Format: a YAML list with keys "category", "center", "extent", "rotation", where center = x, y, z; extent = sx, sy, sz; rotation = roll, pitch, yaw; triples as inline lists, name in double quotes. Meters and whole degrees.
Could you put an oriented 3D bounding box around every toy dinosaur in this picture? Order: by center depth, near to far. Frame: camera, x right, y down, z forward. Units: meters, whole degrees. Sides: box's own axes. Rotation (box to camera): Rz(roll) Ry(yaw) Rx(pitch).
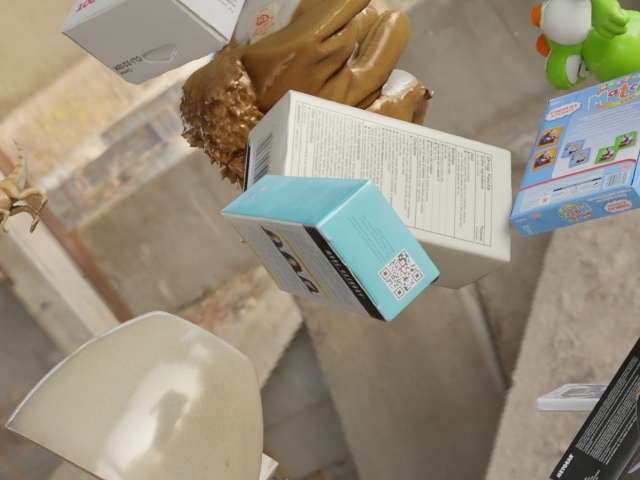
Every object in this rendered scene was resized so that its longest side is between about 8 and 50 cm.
- category: "toy dinosaur"
  center: [-0.472, -0.075, 1.885]
  extent: [0.212, 0.112, 0.064]
  rotation: [-63, 2, -36]

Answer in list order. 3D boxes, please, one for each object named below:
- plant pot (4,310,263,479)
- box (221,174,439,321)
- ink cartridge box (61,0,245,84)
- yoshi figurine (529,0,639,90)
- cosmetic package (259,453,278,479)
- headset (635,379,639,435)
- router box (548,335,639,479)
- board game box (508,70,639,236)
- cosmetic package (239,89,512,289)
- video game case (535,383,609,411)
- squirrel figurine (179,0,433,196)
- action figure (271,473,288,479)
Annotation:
- category: "plant pot"
  center: [-0.174, 0.190, 1.355]
  extent: [0.191, 0.284, 0.284]
  rotation: [-62, 20, -15]
- category: "box"
  center: [0.000, 0.000, 1.053]
  extent: [0.060, 0.100, 0.244]
  rotation: [-42, 18, -15]
- category: "ink cartridge box"
  center: [-0.162, -0.338, 1.420]
  extent: [0.197, 0.114, 0.273]
  rotation: [-12, 53, 46]
- category: "yoshi figurine"
  center: [0.421, -0.369, 1.740]
  extent: [0.203, 0.362, 0.203]
  rotation: [-6, 35, -16]
- category: "cosmetic package"
  center: [-0.111, 0.371, 1.835]
  extent: [0.115, 0.041, 0.060]
  rotation: [-46, -16, -55]
- category: "headset"
  center: [0.472, 0.228, 1.271]
  extent: [0.185, 0.394, 0.243]
  rotation: [-49, 44, 44]
- category: "router box"
  center: [0.442, 0.238, 1.601]
  extent: [0.081, 0.243, 0.309]
  rotation: [28, 78, 38]
- category: "board game box"
  center: [0.318, -0.106, 1.433]
  extent: [0.160, 0.039, 0.212]
  rotation: [-16, 38, 40]
- category: "cosmetic package"
  center: [0.067, -0.052, 1.448]
  extent: [0.129, 0.296, 0.153]
  rotation: [143, 137, -58]
- category: "video game case"
  center: [0.440, 0.236, 1.857]
  extent: [0.190, 0.022, 0.173]
  rotation: [-3, 1, 26]
- category: "squirrel figurine"
  center: [-0.009, -0.199, 1.919]
  extent: [0.281, 0.370, 0.397]
  rotation: [27, 76, 47]
- category: "action figure"
  center: [-0.132, 0.432, 2.075]
  extent: [0.141, 0.164, 0.275]
  rotation: [-65, 7, -11]
